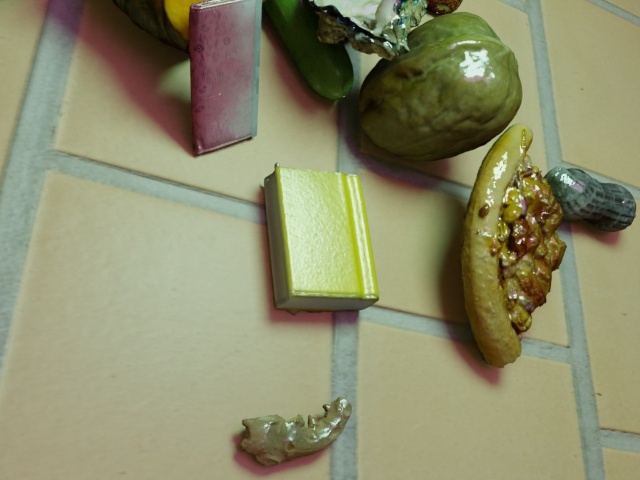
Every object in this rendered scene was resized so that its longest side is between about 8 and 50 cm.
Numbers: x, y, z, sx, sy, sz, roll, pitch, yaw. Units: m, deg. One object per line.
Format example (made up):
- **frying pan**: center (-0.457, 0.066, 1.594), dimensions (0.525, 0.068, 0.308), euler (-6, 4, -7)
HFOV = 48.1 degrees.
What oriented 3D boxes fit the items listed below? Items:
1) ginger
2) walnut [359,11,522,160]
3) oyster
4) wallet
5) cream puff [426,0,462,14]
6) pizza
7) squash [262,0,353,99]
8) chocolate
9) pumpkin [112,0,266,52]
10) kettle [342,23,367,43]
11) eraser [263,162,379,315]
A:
- **ginger**: center (-0.031, 0.266, 0.993), dimensions (0.173, 0.051, 0.069), euler (-4, 76, -36)
- **walnut**: center (0.205, -0.253, 1.235), dimensions (0.283, 0.283, 0.227), euler (-3, 68, -31)
- **oyster**: center (0.083, -0.383, 1.177), dimensions (0.198, 0.092, 0.260), euler (-15, 39, -9)
- **wallet**: center (-0.142, -0.244, 1.069), dimensions (0.119, 0.232, 0.025), euler (-26, 47, -35)
- **cream puff**: center (0.247, -0.549, 1.505), dimensions (0.149, 0.084, 0.149), euler (14, 61, -26)
- **pizza**: center (0.330, 0.012, 1.225), dimensions (0.277, 0.114, 0.409), euler (17, 82, -48)
- **squash**: center (-0.048, -0.413, 1.265), dimensions (0.101, 0.101, 0.379), euler (-20, 79, -35)
- **chocolate**: center (0.538, -0.080, 1.443), dimensions (0.248, 0.110, 0.110), euler (16, 61, -23)
- **pumpkin**: center (-0.187, -0.442, 1.103), dimensions (0.303, 0.256, 0.225), euler (-40, 100, -6)
- **kettle**: center (0.065, -0.440, 1.356), dimensions (0.148, 0.127, 0.098), euler (-36, 120, -39)
- **eraser**: center (0.000, 0.000, 1.117), dimensions (0.158, 0.069, 0.226), euler (5, 66, -29)
